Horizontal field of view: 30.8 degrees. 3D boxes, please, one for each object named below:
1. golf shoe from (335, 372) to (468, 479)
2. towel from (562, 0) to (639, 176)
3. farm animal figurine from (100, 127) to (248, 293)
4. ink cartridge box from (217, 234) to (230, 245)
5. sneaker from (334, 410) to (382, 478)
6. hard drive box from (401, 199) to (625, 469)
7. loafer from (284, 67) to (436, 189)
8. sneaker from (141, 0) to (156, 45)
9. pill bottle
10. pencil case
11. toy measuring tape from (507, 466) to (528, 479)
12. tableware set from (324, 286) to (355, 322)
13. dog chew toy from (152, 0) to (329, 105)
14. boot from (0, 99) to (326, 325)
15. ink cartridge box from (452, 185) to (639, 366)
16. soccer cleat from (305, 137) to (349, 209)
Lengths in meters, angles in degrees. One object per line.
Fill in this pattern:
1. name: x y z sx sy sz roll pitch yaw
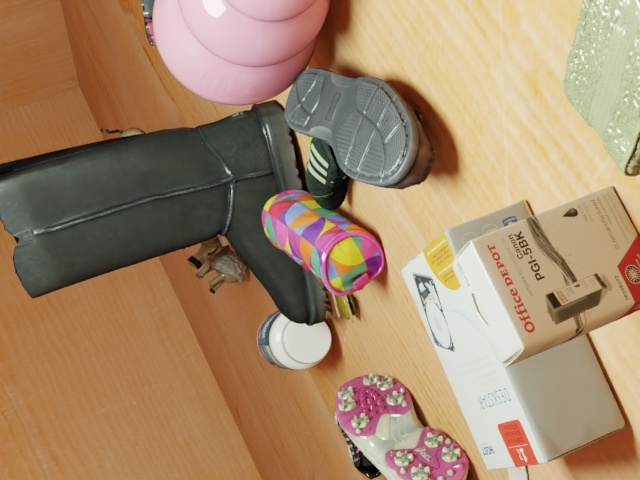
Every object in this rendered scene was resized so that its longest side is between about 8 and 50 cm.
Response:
1. golf shoe: 0.111 0.301 1.636 0.306 0.115 0.140 47 157 58
2. towel: 0.217 -0.125 0.839 0.148 0.027 0.110 91 155 -54
3. farm animal figurine: -0.286 -0.084 2.411 0.327 0.172 0.330 39 165 28
4. ink cartridge box: -0.176 -0.103 2.162 0.191 0.082 0.140 94 151 -55
5. sneaker: 0.072 0.329 1.902 0.075 0.063 0.170 53 163 48
6. hard drive box: 0.183 0.100 1.145 0.181 0.089 0.232 124 123 -73
7. loafer: 0.060 -0.127 1.317 0.302 0.095 0.109 40 108 58
8. sneaker: -0.241 -0.460 1.874 0.121 0.112 0.299 131 132 -81
9. pill bottle: -0.042 0.169 1.996 0.180 0.108 0.108 161 89 -74
10. pencil case: 0.000 0.000 1.630 0.236 0.104 0.104 38 146 62
11. toy measuring tape: 0.201 0.369 1.394 0.121 0.121 0.330 -133 27 -55
12. tableware set: 0.026 0.068 1.795 0.154 0.024 0.104 -167 60 -74
13. dog chew toy: -0.081 -0.283 1.352 0.207 0.206 0.332 68 162 3
14. boot: -0.241 0.010 1.781 0.146 0.445 0.367 -152 47 -74
15. ink cartridge box: 0.190 0.028 0.929 0.099 0.135 0.056 65 164 14
16. soccer cleat: 0.018 -0.100 1.529 0.072 0.060 0.179 41 150 37
